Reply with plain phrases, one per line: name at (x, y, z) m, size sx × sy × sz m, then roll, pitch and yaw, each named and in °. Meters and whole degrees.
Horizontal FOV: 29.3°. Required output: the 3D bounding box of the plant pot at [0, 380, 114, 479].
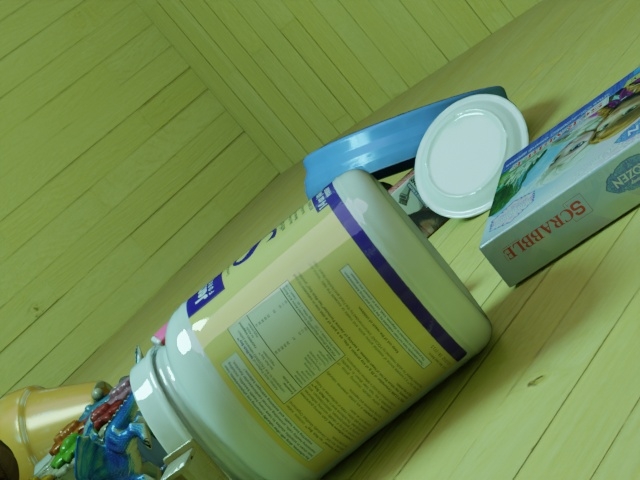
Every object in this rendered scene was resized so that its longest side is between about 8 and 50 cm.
plant pot at (-0.467, 0.350, 2.267) m, size 0.188 × 0.205 × 0.205 m, roll -21°, pitch 13°, yaw 14°

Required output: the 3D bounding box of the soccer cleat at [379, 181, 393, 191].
soccer cleat at (0.000, 0.000, 2.211) m, size 0.331 × 0.116 × 0.143 m, roll -35°, pitch 4°, yaw 26°

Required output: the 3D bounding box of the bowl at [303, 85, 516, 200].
bowl at (0.151, -0.168, 2.107) m, size 0.391 × 0.077 × 0.391 m, roll -20°, pitch -1°, yaw 0°

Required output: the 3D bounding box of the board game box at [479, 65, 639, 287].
board game box at (0.348, -0.110, 1.468) m, size 0.319 × 0.066 × 0.318 m, roll -37°, pitch 9°, yaw 23°

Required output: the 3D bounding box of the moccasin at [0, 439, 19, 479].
moccasin at (-0.542, 0.424, 1.906) m, size 0.380 × 0.139 × 0.147 m, roll 105°, pitch 162°, yaw -47°

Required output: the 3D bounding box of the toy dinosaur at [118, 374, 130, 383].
toy dinosaur at (-0.272, 0.265, 2.166) m, size 0.160 × 0.121 × 0.313 m, roll -31°, pitch 0°, yaw -24°

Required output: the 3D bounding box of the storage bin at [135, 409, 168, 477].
storage bin at (-0.268, 0.314, 1.875) m, size 0.098 × 0.091 × 0.135 m, roll -44°, pitch 9°, yaw -25°

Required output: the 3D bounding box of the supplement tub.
supplement tub at (-0.012, 0.110, 1.306) m, size 0.331 × 0.241 × 0.241 m, roll -39°, pitch 9°, yaw 6°

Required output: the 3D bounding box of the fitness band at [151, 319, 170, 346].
fitness band at (-0.153, 0.159, 1.969) m, size 0.291 × 0.054 × 0.209 m, roll -42°, pitch 40°, yaw -21°

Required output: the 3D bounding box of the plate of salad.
plate of salad at (0.230, -0.125, 1.848) m, size 0.200 × 0.048 × 0.199 m, roll -17°, pitch 63°, yaw 36°

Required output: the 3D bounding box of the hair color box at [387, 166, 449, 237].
hair color box at (0.145, -0.048, 1.935) m, size 0.167 × 0.093 × 0.053 m, roll -42°, pitch 8°, yaw -6°

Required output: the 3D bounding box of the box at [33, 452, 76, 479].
box at (-0.407, 0.399, 2.024) m, size 0.113 × 0.094 × 0.275 m, roll -40°, pitch 8°, yaw -7°

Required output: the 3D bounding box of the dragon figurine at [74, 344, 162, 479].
dragon figurine at (-0.304, 0.299, 1.741) m, size 0.144 × 0.289 × 0.085 m, roll -1°, pitch 15°, yaw 2°

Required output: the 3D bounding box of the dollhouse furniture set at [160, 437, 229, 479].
dollhouse furniture set at (-0.138, 0.294, 1.182) m, size 0.182 × 0.161 × 0.101 m, roll -37°, pitch 9°, yaw 16°

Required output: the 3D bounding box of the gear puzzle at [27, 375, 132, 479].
gear puzzle at (-0.400, 0.320, 1.932) m, size 0.175 × 0.044 × 0.339 m, roll -32°, pitch 11°, yaw 34°
